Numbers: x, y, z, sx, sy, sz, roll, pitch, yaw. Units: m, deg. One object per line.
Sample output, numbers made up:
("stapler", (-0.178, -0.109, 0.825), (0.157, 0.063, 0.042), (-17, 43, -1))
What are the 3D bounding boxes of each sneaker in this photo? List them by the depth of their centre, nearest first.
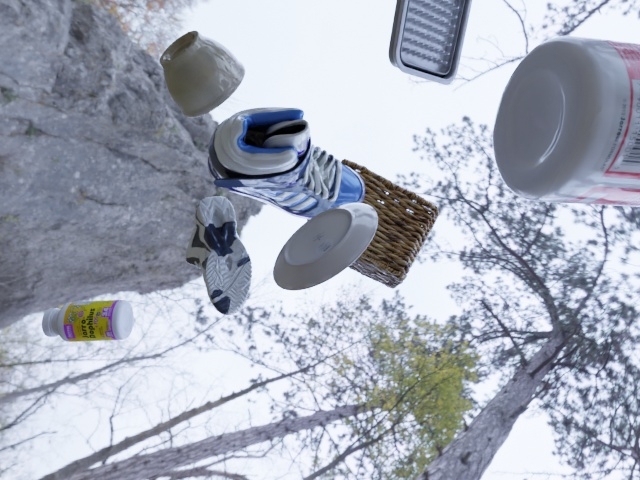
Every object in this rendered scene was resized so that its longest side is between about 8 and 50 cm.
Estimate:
("sneaker", (-0.029, -0.127, 0.782), (0.236, 0.323, 0.130), (160, -60, -67))
("sneaker", (-0.208, 0.046, 0.906), (0.153, 0.094, 0.234), (-46, -119, 58))

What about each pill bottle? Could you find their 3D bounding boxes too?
("pill bottle", (-0.250, 0.087, 0.489), (0.083, 0.043, 0.043), (-3, -96, -1))
("pill bottle", (0.498, -0.163, 0.677), (0.229, 0.408, 0.228), (-178, -90, -80))

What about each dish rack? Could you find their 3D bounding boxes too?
("dish rack", (0.292, -0.607, 1.220), (0.072, 0.286, 0.332), (22, -70, 45))

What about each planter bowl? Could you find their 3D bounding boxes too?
("planter bowl", (-0.247, -0.342, 0.903), (0.162, 0.109, 0.162), (-19, -133, 21))

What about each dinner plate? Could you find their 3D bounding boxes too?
("dinner plate", (0.000, 0.000, 0.519), (0.141, 0.017, 0.141), (-27, -149, 18))

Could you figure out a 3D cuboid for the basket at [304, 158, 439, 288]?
("basket", (0.131, -0.036, 1.226), (0.299, 0.213, 0.223), (27, -103, 7))
